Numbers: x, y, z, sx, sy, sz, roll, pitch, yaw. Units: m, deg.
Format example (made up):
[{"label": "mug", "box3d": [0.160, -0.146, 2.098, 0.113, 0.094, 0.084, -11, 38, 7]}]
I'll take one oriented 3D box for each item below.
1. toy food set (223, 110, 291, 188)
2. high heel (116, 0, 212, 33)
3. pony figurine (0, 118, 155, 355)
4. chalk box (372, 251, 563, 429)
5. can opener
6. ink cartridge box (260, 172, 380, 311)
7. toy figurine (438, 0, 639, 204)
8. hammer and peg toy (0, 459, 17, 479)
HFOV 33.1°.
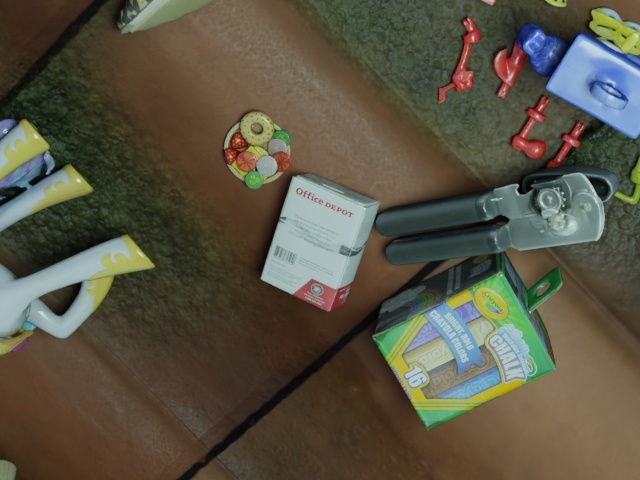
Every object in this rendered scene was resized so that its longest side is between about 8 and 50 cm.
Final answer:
[{"label": "toy food set", "box3d": [-0.074, -0.106, 1.281, 0.082, 0.020, 0.083, 45, 105, -5]}, {"label": "high heel", "box3d": [-0.162, -0.365, 1.209, 0.261, 0.093, 0.186, -33, 80, 23]}, {"label": "pony figurine", "box3d": [-0.431, 0.030, 1.253, 0.363, 0.303, 0.351, -41, 95, -3]}, {"label": "chalk box", "box3d": [0.187, 0.098, 1.242, 0.213, 0.132, 0.132, -27, 99, 15]}, {"label": "can opener", "box3d": [0.197, -0.028, 1.205, 0.283, 0.095, 0.076, -9, 106, 43]}, {"label": "ink cartridge box", "box3d": [0.000, 0.000, 1.269, 0.099, 0.056, 0.135, 25, 107, 19]}, {"label": "toy figurine", "box3d": [0.302, -0.131, 1.123, 0.362, 0.217, 0.191, 32, 106, -1]}, {"label": "hammer and peg toy", "box3d": [-0.448, 0.373, 1.350, 0.361, 0.127, 0.266, 9, 135, -7]}]
